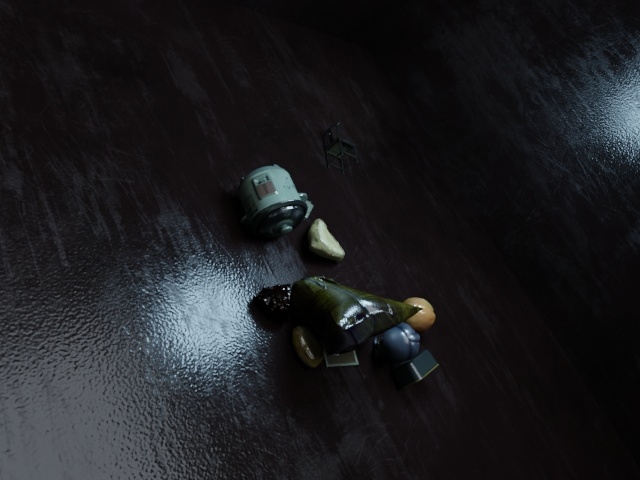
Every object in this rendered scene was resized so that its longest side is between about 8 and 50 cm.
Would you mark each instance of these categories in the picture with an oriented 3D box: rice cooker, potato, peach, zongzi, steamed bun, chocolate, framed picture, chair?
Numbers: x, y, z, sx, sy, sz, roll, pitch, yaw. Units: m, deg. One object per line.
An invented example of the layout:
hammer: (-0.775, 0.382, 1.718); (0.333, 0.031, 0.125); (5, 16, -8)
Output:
rice cooker: (-0.207, -0.154, 1.835); (0.317, 0.264, 0.316); (0, 67, 1)
potato: (-0.053, 0.412, 1.665); (0.107, 0.080, 0.170); (-22, 66, -39)
peach: (0.479, 0.372, 2.130); (0.184, 0.184, 0.184); (25, 46, -28)
zongzi: (0.129, 0.250, 1.720); (0.432, 0.207, 0.403); (-14, 30, -29)
steamed bun: (-0.003, 0.009, 2.006); (0.231, 0.110, 0.212); (56, 17, 12)
chocolate: (-0.186, 0.234, 1.671); (0.133, 0.156, 0.156); (7, 49, -2)
framed picture: (0.077, 0.462, 1.804); (0.183, 0.011, 0.141); (10, 54, -39)
chair: (0.112, -0.546, 2.528); (0.141, 0.154, 0.260); (17, 52, -35)

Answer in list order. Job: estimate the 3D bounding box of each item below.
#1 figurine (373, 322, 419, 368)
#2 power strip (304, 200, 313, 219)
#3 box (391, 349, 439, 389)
figurine: (0.344, 0.459, 1.896); (0.197, 0.265, 0.175); (-34, 70, -24)
power strip: (-0.071, -0.157, 2.147); (0.051, 0.019, 0.136); (37, 41, -13)
box: (0.427, 0.582, 1.935); (0.201, 0.144, 0.090); (-14, 67, -46)
